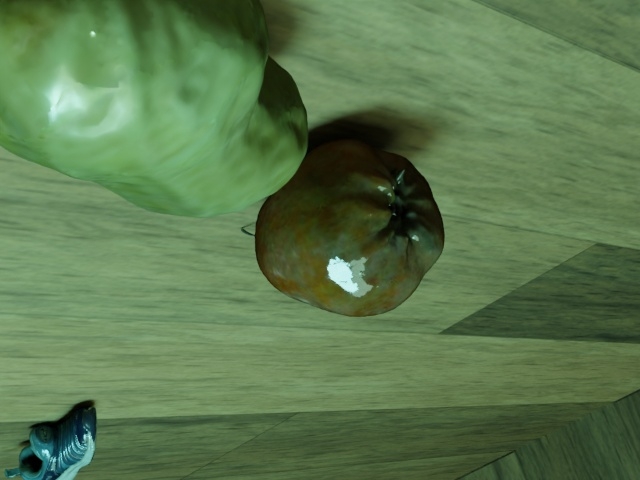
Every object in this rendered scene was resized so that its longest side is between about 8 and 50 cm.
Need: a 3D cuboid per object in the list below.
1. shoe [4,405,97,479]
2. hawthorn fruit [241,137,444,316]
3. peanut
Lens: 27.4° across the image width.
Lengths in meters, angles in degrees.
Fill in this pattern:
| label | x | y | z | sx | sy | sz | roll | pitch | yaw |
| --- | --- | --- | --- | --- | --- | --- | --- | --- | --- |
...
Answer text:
| label | x | y | z | sx | sy | sz | roll | pitch | yaw |
| --- | --- | --- | --- | --- | --- | --- | --- | --- | --- |
| shoe | -0.294 | 0.229 | 1.469 | 0.071 | 0.063 | 0.143 | 18 | 135 | -32 |
| hawthorn fruit | 0.017 | 0.003 | 1.063 | 0.149 | 0.149 | 0.189 | -10 | 156 | -27 |
| peanut | -0.089 | -0.090 | 0.737 | 0.148 | 0.147 | 0.319 | -26 | 161 | 14 |
